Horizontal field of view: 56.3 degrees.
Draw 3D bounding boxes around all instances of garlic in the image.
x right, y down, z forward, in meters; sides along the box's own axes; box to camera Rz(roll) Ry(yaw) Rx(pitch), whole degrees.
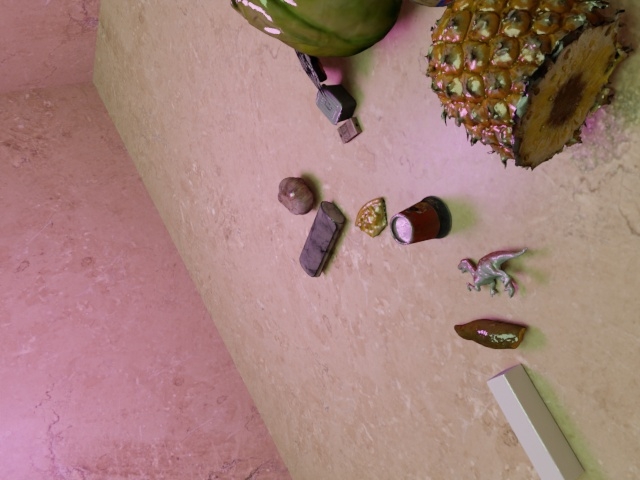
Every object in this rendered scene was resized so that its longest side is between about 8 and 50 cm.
[{"bbox_3d":[-0.081,-0.159,2.096,0.147,0.102,0.159,57,159,-4],"label":"garlic"}]

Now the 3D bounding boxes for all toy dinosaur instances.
[{"bbox_3d":[0.433,0.062,1.499,0.167,0.053,0.242,59,154,29],"label":"toy dinosaur"}]

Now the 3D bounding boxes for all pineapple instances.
[{"bbox_3d":[0.376,-0.330,1.146,0.300,0.352,0.353,51,143,39],"label":"pineapple"}]

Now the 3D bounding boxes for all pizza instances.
[{"bbox_3d":[0.157,-0.067,1.852,0.099,0.035,0.160,61,146,15],"label":"pizza"}]

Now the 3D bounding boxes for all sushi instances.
[{"bbox_3d":[-0.030,-0.537,1.749,0.193,0.043,0.280,60,-178,-43],"label":"sushi"}]

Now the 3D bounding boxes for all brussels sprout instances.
[{"bbox_3d":[0.025,-0.625,1.471,0.361,0.343,0.425,42,134,-20],"label":"brussels sprout"}]

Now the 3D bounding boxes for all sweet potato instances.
[{"bbox_3d":[0.432,0.247,1.578,0.243,0.077,0.077,-6,101,55],"label":"sweet potato"}]

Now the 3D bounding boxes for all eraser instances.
[{"bbox_3d":[0.545,0.472,1.525,0.298,0.078,0.076,62,146,13],"label":"eraser"}]

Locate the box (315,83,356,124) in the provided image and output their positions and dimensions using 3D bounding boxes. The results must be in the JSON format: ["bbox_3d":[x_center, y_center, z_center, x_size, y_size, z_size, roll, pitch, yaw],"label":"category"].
[{"bbox_3d":[0.049,-0.415,1.805,0.122,0.069,0.084,54,145,24],"label":"box"}]

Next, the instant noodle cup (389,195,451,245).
[{"bbox_3d":[0.264,-0.047,1.617,0.127,0.135,0.127,28,127,45],"label":"instant noodle cup"}]

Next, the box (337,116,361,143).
[{"bbox_3d":[0.088,-0.336,1.828,0.083,0.024,0.053,-30,81,55],"label":"box"}]

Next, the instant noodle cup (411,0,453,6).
[{"bbox_3d":[0.265,-0.625,1.204,0.214,0.296,0.297,151,99,-75],"label":"instant noodle cup"}]

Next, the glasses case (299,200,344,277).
[{"bbox_3d":[0.000,0.000,2.091,0.114,0.060,0.299,52,142,26],"label":"glasses case"}]
